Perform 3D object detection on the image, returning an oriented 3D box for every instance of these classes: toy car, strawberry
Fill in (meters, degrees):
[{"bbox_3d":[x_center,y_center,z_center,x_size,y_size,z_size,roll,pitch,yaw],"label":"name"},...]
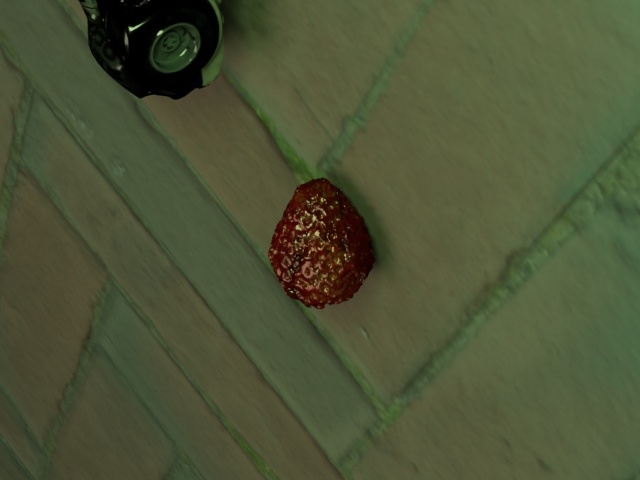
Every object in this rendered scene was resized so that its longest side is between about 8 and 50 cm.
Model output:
[{"bbox_3d":[-0.144,-0.242,1.378,0.193,0.118,0.301,45,155,41],"label":"toy car"},{"bbox_3d":[0.000,0.000,1.462,0.083,0.083,0.096,19,129,52],"label":"strawberry"}]
